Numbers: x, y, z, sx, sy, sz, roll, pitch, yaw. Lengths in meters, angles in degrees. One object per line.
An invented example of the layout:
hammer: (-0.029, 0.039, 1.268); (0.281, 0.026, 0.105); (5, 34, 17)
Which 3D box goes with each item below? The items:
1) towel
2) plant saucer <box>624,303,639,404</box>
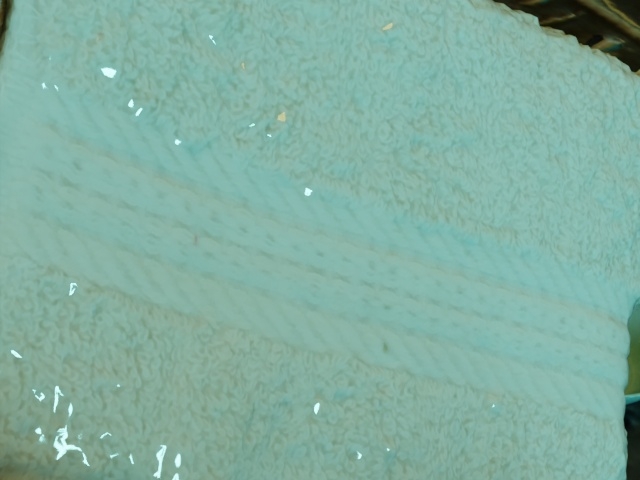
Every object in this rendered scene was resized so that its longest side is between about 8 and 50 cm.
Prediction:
towel: (0.000, 0.000, 0.527); (0.282, 0.187, 0.049); (17, -13, -38)
plant saucer: (0.088, 0.035, 0.738); (0.119, 0.021, 0.119); (14, 28, -8)
